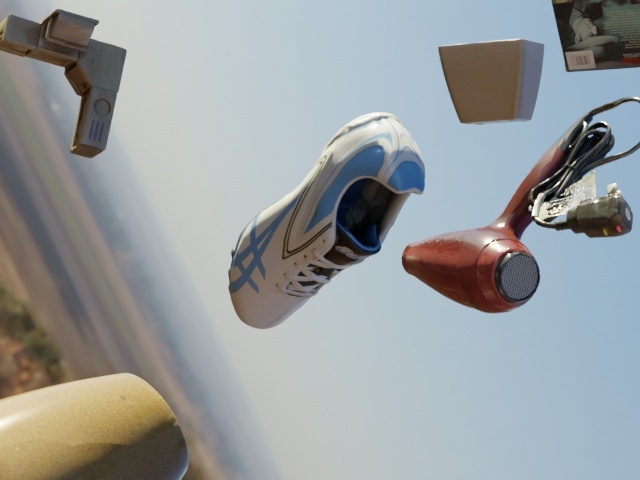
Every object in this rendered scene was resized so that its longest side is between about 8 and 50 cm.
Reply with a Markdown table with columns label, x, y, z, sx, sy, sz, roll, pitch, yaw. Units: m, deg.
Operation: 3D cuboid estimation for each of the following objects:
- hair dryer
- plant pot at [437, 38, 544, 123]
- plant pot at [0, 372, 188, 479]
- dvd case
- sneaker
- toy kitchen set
| label | x | y | z | sx | sy | sz | roll | pitch | yaw |
| --- | --- | --- | --- | --- | --- | --- | --- | --- | --- |
| hair dryer | 0.204 | -0.015 | 1.837 | 0.080 | 0.293 | 0.223 | 54 | 30 | -20 |
| plant pot | 0.212 | -0.192 | 2.263 | 0.109 | 0.109 | 0.096 | -8 | 95 | -69 |
| plant pot | -0.256 | 0.237 | 1.737 | 0.237 | 0.254 | 0.237 | 33 | -41 | 35 |
| dvd case | 0.223 | -0.192 | 1.456 | 0.013 | 0.087 | 0.119 | -41 | 123 | -50 |
| sneaker | 0.000 | 0.000 | 1.456 | 0.237 | 0.085 | 0.086 | -51 | -138 | 37 |
| toy kitchen set | -0.173 | -0.106 | 1.220 | 0.068 | 0.083 | 0.075 | -19 | -122 | 65 |
